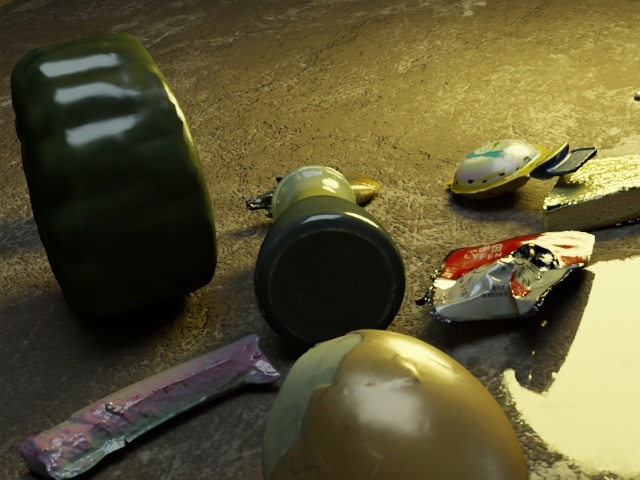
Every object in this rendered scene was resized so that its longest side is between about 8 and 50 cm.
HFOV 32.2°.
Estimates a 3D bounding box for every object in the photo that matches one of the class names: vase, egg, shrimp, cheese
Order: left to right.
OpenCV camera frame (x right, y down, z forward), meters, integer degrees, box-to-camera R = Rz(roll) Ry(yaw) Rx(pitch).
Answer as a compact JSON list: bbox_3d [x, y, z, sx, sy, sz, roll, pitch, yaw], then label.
[{"bbox_3d":[-0.019,-0.075,1.703,0.217,0.051,0.150,-8,20,-20],"label":"shrimp"},{"bbox_3d":[0.000,0.000,1.392,0.173,0.173,0.321,-8,20,-2],"label":"vase"},{"bbox_3d":[0.060,0.183,0.919,0.244,0.201,0.201,25,39,36],"label":"egg"},{"bbox_3d":[0.287,-0.108,1.615,0.250,0.064,0.156,-3,28,49],"label":"cheese"}]

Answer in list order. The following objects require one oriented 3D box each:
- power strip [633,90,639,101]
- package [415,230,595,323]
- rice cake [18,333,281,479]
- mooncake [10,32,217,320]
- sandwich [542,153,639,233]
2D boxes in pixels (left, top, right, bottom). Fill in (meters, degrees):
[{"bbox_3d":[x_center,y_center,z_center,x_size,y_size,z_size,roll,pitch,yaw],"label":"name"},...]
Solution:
[{"bbox_3d":[0.641,-0.189,1.616,0.358,0.161,0.357,-8,24,3],"label":"power strip"},{"bbox_3d":[0.224,0.045,1.348,0.194,0.071,0.269,3,13,18],"label":"package"},{"bbox_3d":[-0.175,0.175,1.181,0.290,0.051,0.081,-22,27,-29],"label":"rice cake"},{"bbox_3d":[-0.274,-0.080,1.409,0.194,0.356,0.356,-19,26,-18],"label":"mooncake"},{"bbox_3d":[0.377,-0.070,1.559,0.193,0.058,0.162,-14,23,-7],"label":"sandwich"}]
